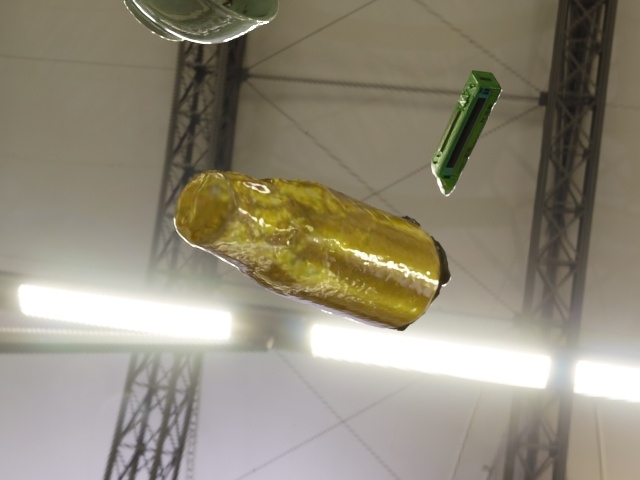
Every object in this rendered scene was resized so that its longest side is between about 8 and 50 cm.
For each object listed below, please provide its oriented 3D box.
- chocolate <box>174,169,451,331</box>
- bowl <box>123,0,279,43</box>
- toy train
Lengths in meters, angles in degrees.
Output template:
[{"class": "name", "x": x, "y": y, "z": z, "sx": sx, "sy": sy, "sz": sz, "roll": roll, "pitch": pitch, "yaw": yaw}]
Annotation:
[{"class": "chocolate", "x": 0.000, "y": 0.000, "z": 1.109, "sx": 0.162, "sy": 0.445, "sz": 0.162, "roll": -8, "pitch": -106, "yaw": 29}, {"class": "bowl", "x": -0.218, "y": -0.407, "z": 1.445, "sx": 0.289, "sy": 0.289, "sz": 0.146, "roll": 44, "pitch": -60, "yaw": -10}, {"class": "toy train", "x": 0.204, "y": -0.154, "z": 1.384, "sx": 0.042, "sy": 0.044, "sz": 0.209, "roll": 5, "pitch": -49, "yaw": -20}]
